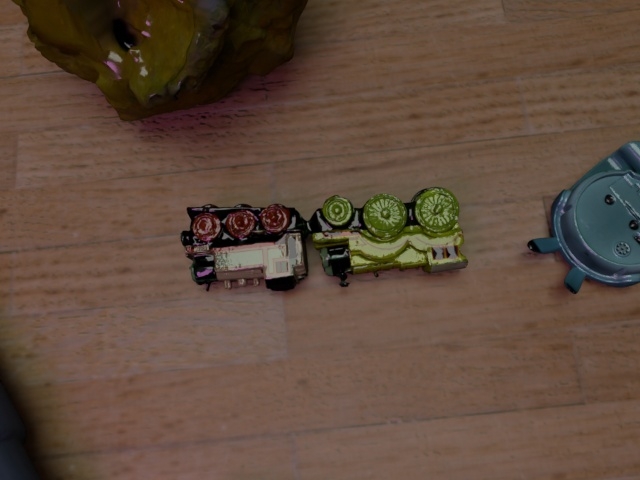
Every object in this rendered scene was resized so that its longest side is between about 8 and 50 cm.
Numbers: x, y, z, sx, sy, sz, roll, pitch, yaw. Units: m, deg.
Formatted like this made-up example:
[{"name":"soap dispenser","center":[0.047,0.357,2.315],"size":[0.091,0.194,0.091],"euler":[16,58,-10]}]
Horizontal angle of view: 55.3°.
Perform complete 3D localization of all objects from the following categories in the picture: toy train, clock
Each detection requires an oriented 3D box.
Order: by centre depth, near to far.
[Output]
[{"name":"clock","center":[0.254,-0.010,0.537],"size":[0.147,0.045,0.108],"euler":[-33,74,-7]},{"name":"toy train","center":[0.000,0.000,0.540],"size":[0.249,0.053,0.085],"euler":[-4,80,1]}]

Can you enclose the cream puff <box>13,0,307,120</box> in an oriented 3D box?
[{"name":"cream puff","center":[-0.127,-0.212,0.493],"size":[0.281,0.282,0.185],"euler":[-19,56,-3]}]

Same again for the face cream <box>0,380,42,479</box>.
[{"name":"face cream","center":[-0.336,0.106,0.511],"size":[0.135,0.086,0.385],"euler":[-39,72,-8]}]
